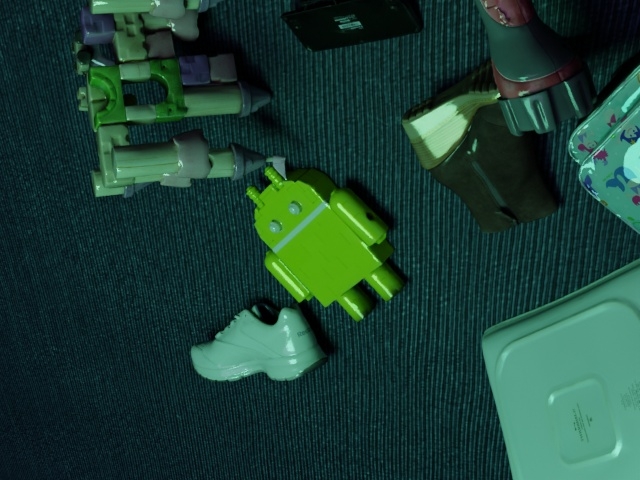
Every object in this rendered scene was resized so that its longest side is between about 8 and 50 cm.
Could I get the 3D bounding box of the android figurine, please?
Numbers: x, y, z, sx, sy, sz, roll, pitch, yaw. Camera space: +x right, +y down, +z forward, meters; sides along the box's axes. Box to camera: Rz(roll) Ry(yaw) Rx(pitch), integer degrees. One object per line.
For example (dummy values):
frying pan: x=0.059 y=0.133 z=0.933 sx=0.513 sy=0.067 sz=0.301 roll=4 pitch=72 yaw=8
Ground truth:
android figurine: x=0.000 y=0.000 z=1.547 sx=0.273 sy=0.056 sz=0.248 roll=47 pitch=139 yaw=-4

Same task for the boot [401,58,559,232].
boot: x=0.244 y=-0.119 z=1.258 sx=0.248 sy=0.090 sz=0.207 roll=-21 pitch=121 yaw=41

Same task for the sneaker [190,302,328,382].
sneaker: x=-0.115 y=0.171 z=1.756 sx=0.297 sy=0.111 sz=0.129 roll=-10 pitch=99 yaw=39

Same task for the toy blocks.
toy blocks: x=-0.197 y=-0.211 z=1.452 sx=0.309 sy=0.260 sz=0.289 roll=160 pitch=101 yaw=-70

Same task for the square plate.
square plate: x=0.347 y=0.228 z=1.299 sx=0.344 sy=0.049 sz=0.347 roll=-35 pitch=59 yaw=48

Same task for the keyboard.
keyboard: x=0.037 y=-0.299 z=1.310 sx=0.192 sy=0.038 sz=0.100 roll=-2 pitch=143 yaw=39

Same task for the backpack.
backpack: x=0.412 y=-0.091 z=1.054 sx=0.253 sy=0.191 sz=0.225 roll=39 pitch=137 yaw=0

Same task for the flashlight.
flashlight: x=0.194 y=-0.263 z=1.058 sx=0.103 sy=0.103 sz=0.304 roll=-13 pitch=110 yaw=32
